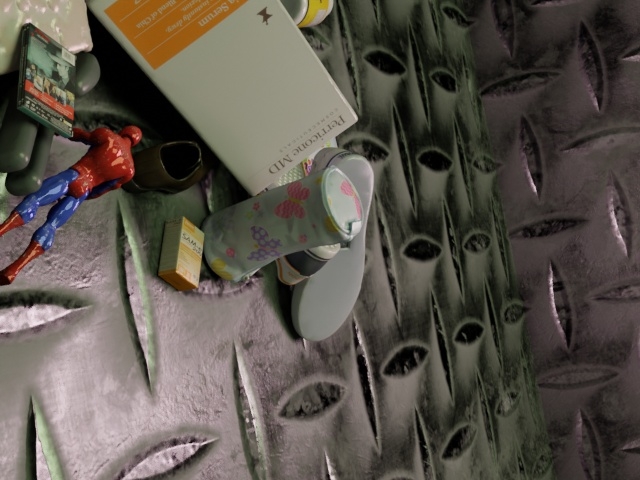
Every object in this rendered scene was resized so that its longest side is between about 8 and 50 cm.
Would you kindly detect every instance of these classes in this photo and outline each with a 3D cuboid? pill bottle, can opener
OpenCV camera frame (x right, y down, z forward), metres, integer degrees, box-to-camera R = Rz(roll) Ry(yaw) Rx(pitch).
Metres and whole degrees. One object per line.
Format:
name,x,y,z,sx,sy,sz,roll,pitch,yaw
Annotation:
pill bottle,-0.042,-0.492,2.045,0.184,0.103,0.103,-32,108,-63
can opener,-0.350,-0.170,1.258,0.280,0.093,0.074,-88,164,-48

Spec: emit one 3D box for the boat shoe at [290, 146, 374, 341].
boat shoe,-0.007,-0.001,1.866,0.136,0.156,0.367,-2,110,-30

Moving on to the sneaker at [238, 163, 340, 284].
sneaker,-0.087,-0.066,1.769,0.126,0.127,0.321,11,43,-44

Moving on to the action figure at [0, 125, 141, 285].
action figure,-0.347,-0.065,1.273,0.280,0.139,0.091,-47,126,-33

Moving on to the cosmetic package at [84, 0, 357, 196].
cosmetic package,-0.155,-0.303,1.541,0.453,0.230,0.161,49,6,-45

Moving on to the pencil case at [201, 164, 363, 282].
pencil case,-0.065,-0.023,1.610,0.113,0.273,0.124,16,58,-55

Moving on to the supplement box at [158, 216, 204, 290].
supplement box,-0.216,0.021,1.544,0.062,0.036,0.098,44,41,-51

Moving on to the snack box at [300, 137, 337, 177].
snack box,-0.034,-0.201,1.976,0.174,0.070,0.207,-20,96,-63

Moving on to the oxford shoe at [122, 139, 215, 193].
oxford shoe,-0.213,-0.119,1.544,0.227,0.096,0.083,-31,106,-65

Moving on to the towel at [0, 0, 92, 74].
towel,-0.408,-0.353,1.147,0.317,0.053,0.332,-34,126,-50

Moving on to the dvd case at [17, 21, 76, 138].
dvd case,-0.332,-0.194,1.207,0.087,0.013,0.119,35,47,-56
